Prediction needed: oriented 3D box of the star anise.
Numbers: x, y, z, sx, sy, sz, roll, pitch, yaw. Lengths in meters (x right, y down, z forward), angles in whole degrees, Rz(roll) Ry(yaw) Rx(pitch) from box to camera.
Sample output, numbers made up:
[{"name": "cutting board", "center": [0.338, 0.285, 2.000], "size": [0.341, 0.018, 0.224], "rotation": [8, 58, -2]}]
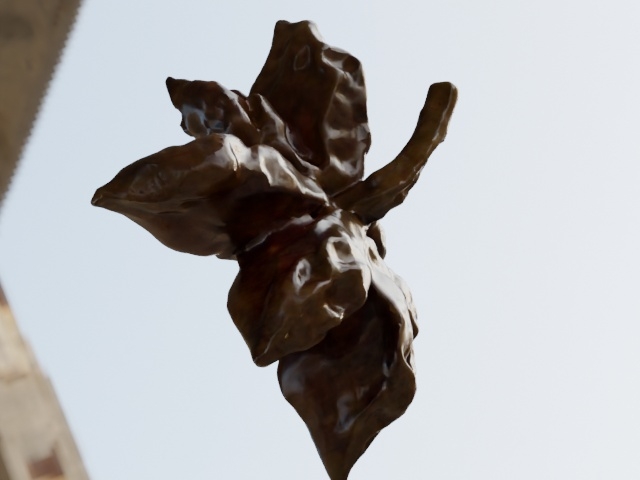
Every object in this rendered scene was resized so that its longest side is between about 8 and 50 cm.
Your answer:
[{"name": "star anise", "center": [-0.006, 0.001, 0.877], "size": [0.111, 0.212, 0.196], "rotation": [-11, 1, 36]}]
